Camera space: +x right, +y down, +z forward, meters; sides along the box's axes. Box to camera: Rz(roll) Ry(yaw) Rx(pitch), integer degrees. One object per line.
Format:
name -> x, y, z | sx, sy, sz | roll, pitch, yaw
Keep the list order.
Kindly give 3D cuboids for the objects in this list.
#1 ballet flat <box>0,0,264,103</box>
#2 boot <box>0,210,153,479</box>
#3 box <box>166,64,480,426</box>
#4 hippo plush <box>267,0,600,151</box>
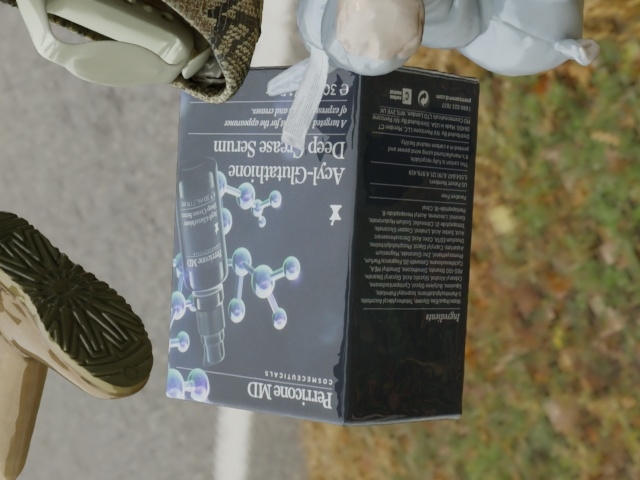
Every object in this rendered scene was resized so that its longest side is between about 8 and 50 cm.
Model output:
ballet flat -> -0.267, -0.260, 1.692 | 0.164, 0.483, 0.182 | -36, 40, 47
boot -> -0.267, 0.133, 1.631 | 0.236, 0.089, 0.269 | 46, 135, 25
box -> 0.000, 0.000, 2.027 | 0.293, 0.212, 0.395 | 3, 91, 43
hippo plush -> 0.112, -0.192, 1.382 | 0.234, 0.237, 0.294 | -109, 28, -61
